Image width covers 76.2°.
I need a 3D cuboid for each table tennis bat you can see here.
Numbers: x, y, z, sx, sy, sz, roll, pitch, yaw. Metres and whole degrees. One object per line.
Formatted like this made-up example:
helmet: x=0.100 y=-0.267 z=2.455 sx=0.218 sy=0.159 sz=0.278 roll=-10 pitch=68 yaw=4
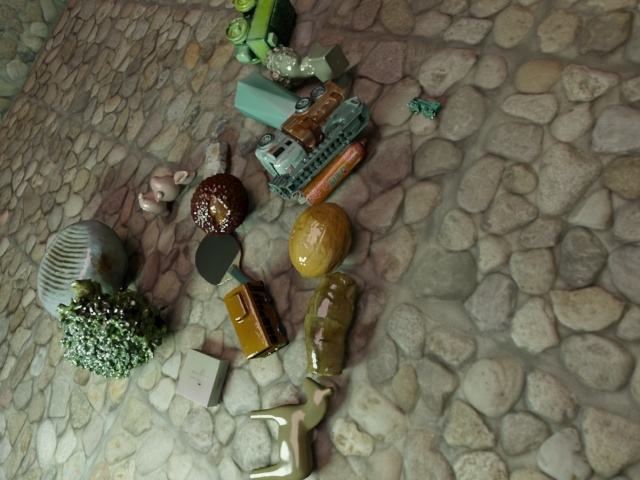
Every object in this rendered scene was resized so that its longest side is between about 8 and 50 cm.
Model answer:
table tennis bat: x=-0.294 y=0.073 z=1.280 sx=0.301 sy=0.022 sz=0.174 roll=33 pitch=92 yaw=34

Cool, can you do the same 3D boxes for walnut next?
walnut: x=0.000 y=0.000 z=1.057 sx=0.159 sy=0.159 sz=0.207 roll=26 pitch=92 yaw=33

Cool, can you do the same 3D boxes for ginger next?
ginger: x=0.019 y=0.208 z=1.016 sx=0.109 sy=0.116 sz=0.264 roll=168 pitch=111 yaw=-70

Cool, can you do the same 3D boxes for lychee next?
lychee: x=-0.311 y=-0.120 z=1.265 sx=0.187 sy=0.188 sz=0.189 roll=-9 pitch=71 yaw=27

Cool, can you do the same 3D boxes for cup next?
cup: x=-0.144 y=-0.421 z=1.282 sx=0.235 sy=0.134 sz=0.148 roll=34 pitch=65 yaw=28

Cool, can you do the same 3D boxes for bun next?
bun: x=-0.837 y=0.105 z=1.466 sx=0.361 sy=0.211 sz=0.363 roll=-10 pitch=71 yaw=30

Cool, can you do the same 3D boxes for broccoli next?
broccoli: x=-0.639 y=0.274 z=1.308 sx=0.292 sy=0.348 sz=0.281 roll=6 pitch=37 yaw=-7

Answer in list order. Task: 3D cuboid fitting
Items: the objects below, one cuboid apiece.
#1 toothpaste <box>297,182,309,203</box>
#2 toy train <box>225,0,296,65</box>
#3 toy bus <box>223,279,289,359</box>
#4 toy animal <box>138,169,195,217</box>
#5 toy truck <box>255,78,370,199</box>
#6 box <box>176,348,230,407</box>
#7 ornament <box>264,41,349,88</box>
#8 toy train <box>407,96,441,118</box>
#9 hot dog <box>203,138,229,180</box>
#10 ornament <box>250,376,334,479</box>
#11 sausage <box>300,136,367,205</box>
toothpaste: x=-0.067 y=-0.212 z=1.233 sx=0.061 sy=0.037 sz=0.217 roll=-25 pitch=69 yaw=17
toy train: x=-0.201 y=-0.734 z=1.401 sx=0.188 sy=0.159 sz=0.272 roll=9 pitch=79 yaw=25
toy bus: x=-0.182 y=0.213 z=1.112 sx=0.098 sy=0.114 sz=0.201 roll=-33 pitch=69 yaw=18
toy animal: x=-0.549 y=-0.192 z=1.456 sx=0.213 sy=0.124 sz=0.124 roll=-49 pitch=58 yaw=0
toy truck: x=-0.029 y=-0.268 z=1.122 sx=0.338 sy=0.133 sz=0.184 roll=-45 pitch=47 yaw=-4
box: x=-0.342 y=0.397 z=1.189 sx=0.129 sy=0.051 sz=0.130 roll=9 pitch=80 yaw=31
ornament: x=-0.039 y=-0.539 z=1.263 sx=0.284 sy=0.130 sz=0.121 roll=13 pitch=57 yaw=31
toy train: x=0.275 y=-0.357 z=1.089 sx=0.092 sy=0.029 sz=0.045 roll=37 pitch=87 yaw=34
hot dog: x=-0.358 y=-0.266 z=1.405 sx=0.099 sy=0.053 sz=0.192 roll=-13 pitch=66 yaw=25
ornament: x=-0.067 y=0.464 z=1.008 sx=0.244 sy=0.061 sz=0.231 roll=-17 pitch=65 yaw=25
sausage: x=0.044 y=-0.197 z=1.141 sx=0.234 sy=0.071 sz=0.071 roll=-47 pitch=58 yaw=8
